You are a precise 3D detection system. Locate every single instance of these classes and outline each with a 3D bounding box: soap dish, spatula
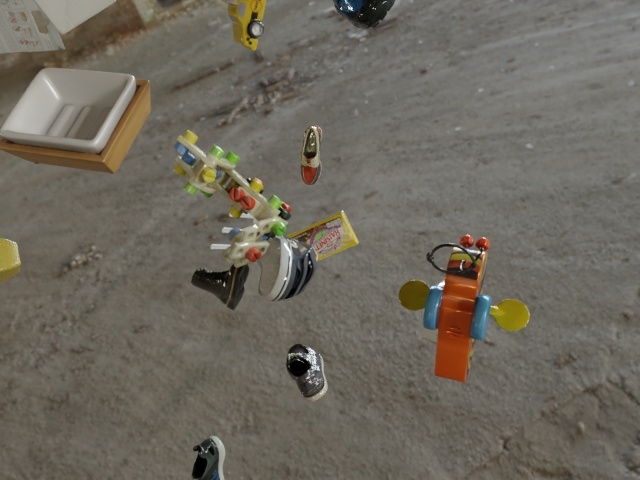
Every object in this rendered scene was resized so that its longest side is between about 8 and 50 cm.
[{"bbox_3d":[-0.538,-0.265,1.537,0.291,0.118,0.229,9,62,20],"label":"soap dish"},{"bbox_3d":[-0.249,-0.024,2.174,0.019,0.168,0.242,38,15,20],"label":"spatula"}]

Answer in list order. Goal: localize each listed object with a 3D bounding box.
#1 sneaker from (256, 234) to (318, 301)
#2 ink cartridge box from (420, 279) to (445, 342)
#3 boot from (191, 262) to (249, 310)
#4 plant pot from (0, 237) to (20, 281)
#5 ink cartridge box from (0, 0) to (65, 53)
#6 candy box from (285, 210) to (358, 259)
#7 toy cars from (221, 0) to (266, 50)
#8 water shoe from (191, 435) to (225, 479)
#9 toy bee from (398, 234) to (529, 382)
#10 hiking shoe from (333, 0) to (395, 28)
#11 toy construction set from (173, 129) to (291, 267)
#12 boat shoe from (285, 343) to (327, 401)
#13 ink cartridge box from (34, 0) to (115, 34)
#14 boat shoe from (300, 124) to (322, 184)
[{"bbox_3d":[-0.067,0.061,1.567,0.126,0.127,0.321,-62,13,13],"label":"sneaker"},{"bbox_3d":[0.368,0.188,1.950,0.082,0.139,0.190,15,28,42],"label":"ink cartridge box"},{"bbox_3d":[-0.255,0.092,1.689,0.137,0.198,0.077,28,53,4],"label":"boot"},{"bbox_3d":[-0.651,0.040,1.389,0.083,0.081,0.081,-7,-19,-29],"label":"plant pot"},{"bbox_3d":[-0.635,-0.432,1.328,0.232,0.066,0.189,-11,-18,-11],"label":"ink cartridge box"},{"bbox_3d":[0.000,0.000,2.025,0.206,0.105,0.027,-24,12,23],"label":"candy box"},{"bbox_3d":[-0.121,-0.559,1.404,0.087,0.394,0.176,5,60,-27],"label":"toy cars"},{"bbox_3d":[-0.285,0.578,1.707,0.080,0.203,0.073,-12,22,-40],"label":"water shoe"},{"bbox_3d":[0.237,0.079,1.084,0.195,0.298,0.162,26,48,4],"label":"toy bee"},{"bbox_3d":[0.019,-0.468,1.171,0.113,0.132,0.304,-51,47,28],"label":"hiking shoe"},{"bbox_3d":[-0.186,-0.089,1.520,0.151,0.215,0.328,-38,65,13],"label":"toy construction set"},{"bbox_3d":[-0.037,0.257,1.441,0.075,0.065,0.206,-34,21,-1],"label":"boat shoe"},{"bbox_3d":[-0.327,-0.351,0.823,0.078,0.134,0.231,-34,40,0],"label":"ink cartridge box"},{"bbox_3d":[-0.022,-0.190,1.547,0.049,0.137,0.043,9,15,8],"label":"boat shoe"}]
